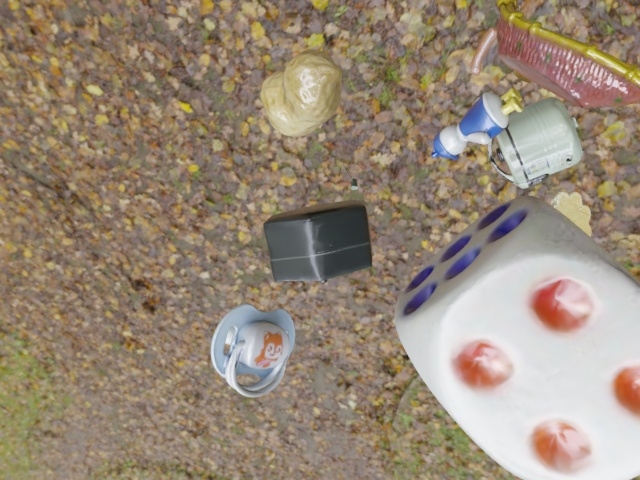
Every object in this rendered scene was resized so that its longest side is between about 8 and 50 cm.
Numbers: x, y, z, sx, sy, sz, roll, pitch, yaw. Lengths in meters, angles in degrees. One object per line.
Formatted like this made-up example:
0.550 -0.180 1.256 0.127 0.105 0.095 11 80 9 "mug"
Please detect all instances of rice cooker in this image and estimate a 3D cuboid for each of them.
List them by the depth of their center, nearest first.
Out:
0.617 -0.280 1.448 0.244 0.226 0.226 -23 118 19 "rice cooker"

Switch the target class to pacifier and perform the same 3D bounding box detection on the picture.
-0.219 0.293 1.439 0.233 0.244 0.299 18 180 45 "pacifier"

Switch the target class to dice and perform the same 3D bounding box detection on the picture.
0.298 0.129 0.701 0.277 0.304 0.304 -43 90 18 "dice"

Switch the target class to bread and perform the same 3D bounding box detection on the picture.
0.927 -0.079 1.842 0.251 0.182 0.039 42 164 -24 "bread"

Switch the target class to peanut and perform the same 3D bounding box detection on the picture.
-0.051 -0.381 1.291 0.192 0.169 0.387 16 172 -18 "peanut"

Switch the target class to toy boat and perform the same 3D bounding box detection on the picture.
0.352 -0.269 0.722 0.141 0.318 0.099 18 119 -49 "toy boat"

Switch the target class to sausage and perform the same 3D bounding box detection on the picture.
0.550 -0.637 1.677 0.047 0.040 0.177 9 143 -6 "sausage"

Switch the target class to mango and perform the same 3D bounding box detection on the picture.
0.604 -0.505 1.457 0.079 0.114 0.057 42 99 28 "mango"

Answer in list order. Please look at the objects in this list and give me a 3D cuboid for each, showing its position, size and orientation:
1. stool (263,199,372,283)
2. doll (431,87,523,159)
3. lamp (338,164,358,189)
0.000 0.000 1.023 0.232 0.232 0.141 -7 98 28 "stool"
0.209 -0.156 0.687 0.057 0.099 0.143 35 133 -24 "doll"
0.118 -0.258 2.028 0.041 0.054 0.121 -12 151 28 "lamp"
